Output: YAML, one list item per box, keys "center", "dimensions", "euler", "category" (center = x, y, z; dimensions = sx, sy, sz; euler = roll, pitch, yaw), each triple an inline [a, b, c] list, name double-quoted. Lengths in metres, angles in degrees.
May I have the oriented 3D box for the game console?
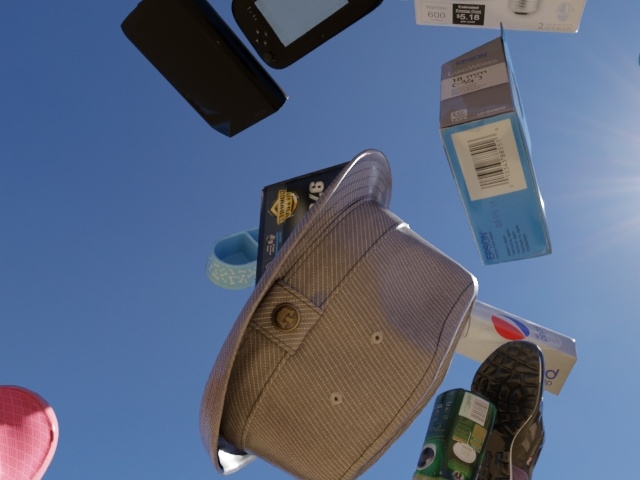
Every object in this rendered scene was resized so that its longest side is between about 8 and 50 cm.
- center: [-0.083, -0.266, 0.739]
  dimensions: [0.361, 0.044, 0.213]
  euler: [-18, -56, 44]
  category: "game console"

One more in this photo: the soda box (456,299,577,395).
- center: [0.377, 0.208, 1.266]
  dimensions: [0.286, 0.091, 0.098]
  euler: [23, -67, 13]
  category: "soda box"

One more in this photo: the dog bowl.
- center: [-0.183, 0.034, 1.709]
  dimensions: [0.297, 0.166, 0.074]
  euler: [-19, -43, -32]
  category: "dog bowl"

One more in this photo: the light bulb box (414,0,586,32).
- center: [0.370, -0.627, 1.194]
  dimensions: [0.358, 0.225, 0.361]
  euler: [8, -20, 16]
  category: "light bulb box"

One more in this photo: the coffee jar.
- center: [0.184, 0.309, 0.856]
  dimensions: [0.079, 0.184, 0.096]
  euler: [30, -30, -6]
  category: "coffee jar"

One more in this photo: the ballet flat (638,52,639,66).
- center: [0.525, -0.261, 0.855]
  dimensions: [0.087, 0.247, 0.083]
  euler: [14, -67, -22]
  category: "ballet flat"

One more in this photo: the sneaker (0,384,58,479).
- center: [-0.261, 0.153, 0.345]
  dimensions: [0.136, 0.314, 0.116]
  euler: [-38, -99, 23]
  category: "sneaker"

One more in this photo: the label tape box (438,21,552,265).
- center: [0.268, -0.159, 0.943]
  dimensions: [0.106, 0.333, 0.240]
  euler: [-13, -57, 21]
  category: "label tape box"

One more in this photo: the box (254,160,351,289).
- center: [0.000, 0.000, 0.835]
  dimensions: [0.175, 0.220, 0.051]
  euler: [-14, -38, 19]
  category: "box"

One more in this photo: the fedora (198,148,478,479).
- center: [0.033, 0.080, 0.465]
  dimensions: [0.124, 0.275, 0.243]
  euler: [30, -17, 19]
  category: "fedora"

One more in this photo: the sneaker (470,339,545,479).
- center: [0.307, 0.286, 0.965]
  dimensions: [0.124, 0.107, 0.283]
  euler: [-1, -73, -43]
  category: "sneaker"
